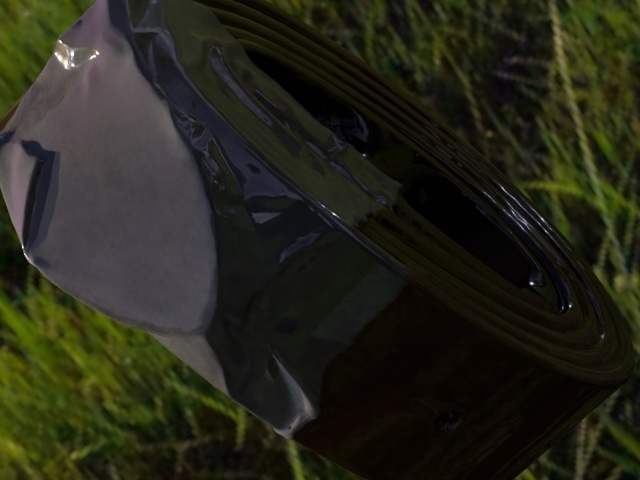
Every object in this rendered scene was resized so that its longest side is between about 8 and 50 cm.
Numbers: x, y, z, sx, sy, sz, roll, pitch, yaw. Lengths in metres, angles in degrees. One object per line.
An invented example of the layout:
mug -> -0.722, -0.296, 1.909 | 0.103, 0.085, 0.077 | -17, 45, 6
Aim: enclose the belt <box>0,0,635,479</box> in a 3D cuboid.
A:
belt -> 0.000, 0.000, 0.742 | 0.122, 0.339, 0.217 | -47, 18, 26
